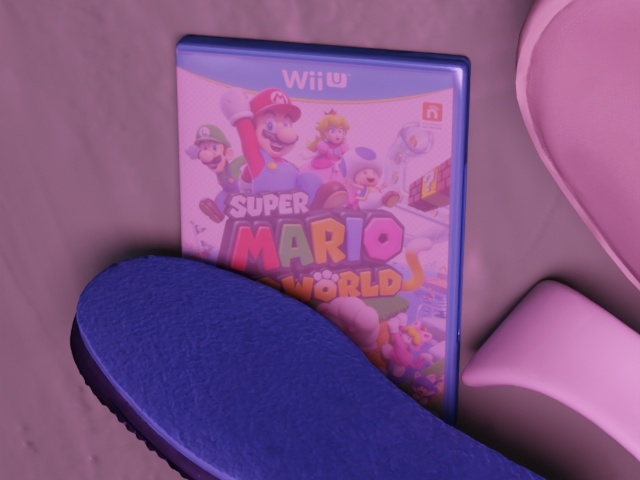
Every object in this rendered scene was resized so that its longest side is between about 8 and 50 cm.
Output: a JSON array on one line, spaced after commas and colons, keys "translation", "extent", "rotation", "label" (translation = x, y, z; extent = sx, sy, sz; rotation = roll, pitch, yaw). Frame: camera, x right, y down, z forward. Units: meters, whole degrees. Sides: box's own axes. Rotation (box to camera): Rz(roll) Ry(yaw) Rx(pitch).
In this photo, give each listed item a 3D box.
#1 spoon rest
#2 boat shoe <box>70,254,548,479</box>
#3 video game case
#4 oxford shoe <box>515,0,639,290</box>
[{"translation": [0.179, 0.125, 0.722], "extent": [0.276, 0.084, 0.137], "rotation": [42, 78, -4], "label": "spoon rest"}, {"translation": [0.002, 0.106, 0.728], "extent": [0.258, 0.109, 0.089], "rotation": [36, 144, 19], "label": "boat shoe"}, {"translation": [0.000, 0.000, 0.764], "extent": [0.119, 0.015, 0.166], "rotation": [6, 114, 12], "label": "video game case"}, {"translation": [0.239, 0.070, 0.625], "extent": [0.449, 0.130, 0.169], "rotation": [46, 129, -8], "label": "oxford shoe"}]
